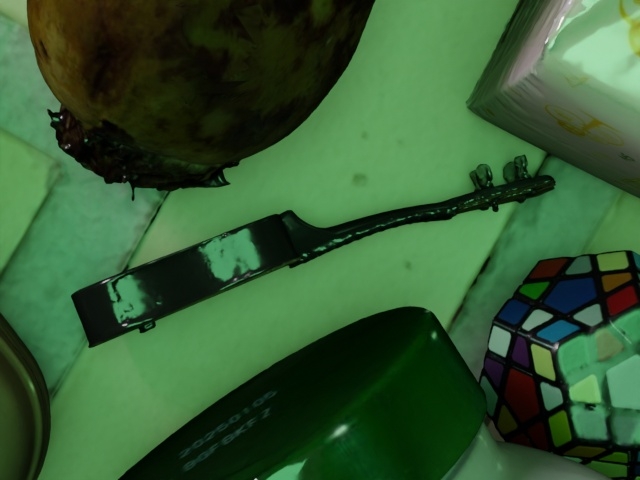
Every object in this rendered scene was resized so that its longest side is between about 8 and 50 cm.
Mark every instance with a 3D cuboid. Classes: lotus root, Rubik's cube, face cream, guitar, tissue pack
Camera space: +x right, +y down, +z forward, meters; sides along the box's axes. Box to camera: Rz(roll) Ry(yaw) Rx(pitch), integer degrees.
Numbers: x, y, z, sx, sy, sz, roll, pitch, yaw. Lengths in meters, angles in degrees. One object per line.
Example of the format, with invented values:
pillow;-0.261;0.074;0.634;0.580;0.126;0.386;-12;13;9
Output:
lotus root;-0.045;-0.148;0.632;0.169;0.141;0.314;-1;122;-44
Rubik's cube;0.149;0.069;0.701;0.133;0.133;0.112;-27;117;-3
face cream;0.058;0.233;0.629;0.312;0.219;0.357;-30;97;27
guitar;0.000;-0.002;0.714;0.271;0.084;0.038;-19;91;-9
tissue pack;0.209;-0.075;0.665;0.225;0.185;0.124;25;90;-4

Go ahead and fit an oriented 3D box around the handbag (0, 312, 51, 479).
handbag;-0.266;0.139;0.660;0.302;0.149;0.283;-43;96;-4
